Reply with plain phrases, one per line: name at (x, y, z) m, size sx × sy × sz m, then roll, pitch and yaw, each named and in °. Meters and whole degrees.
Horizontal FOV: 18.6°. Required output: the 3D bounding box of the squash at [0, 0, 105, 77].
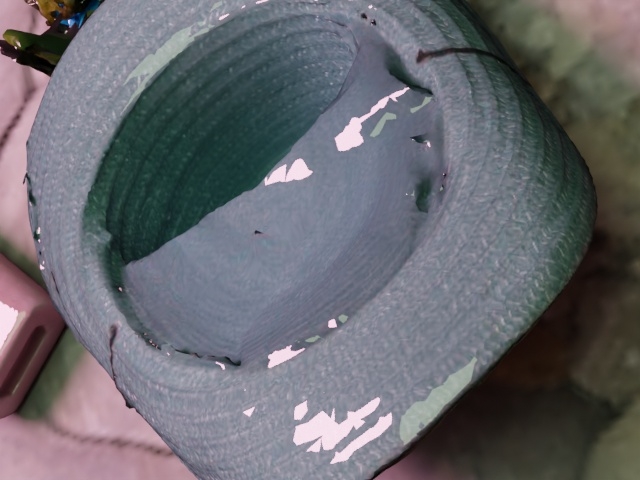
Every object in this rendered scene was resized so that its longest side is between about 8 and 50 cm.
squash at (-0.030, -0.203, 0.555) m, size 0.087 × 0.087 × 0.331 m, roll 23°, pitch 93°, yaw 28°

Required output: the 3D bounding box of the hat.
hat at (0.000, 0.000, 0.507) m, size 0.138 × 0.078 × 0.191 m, roll -40°, pitch 47°, yaw 5°

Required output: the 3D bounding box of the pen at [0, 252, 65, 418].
pen at (-0.161, -0.011, 0.609) m, size 0.197 × 0.032 × 0.053 m, roll 33°, pitch 96°, yaw 25°
